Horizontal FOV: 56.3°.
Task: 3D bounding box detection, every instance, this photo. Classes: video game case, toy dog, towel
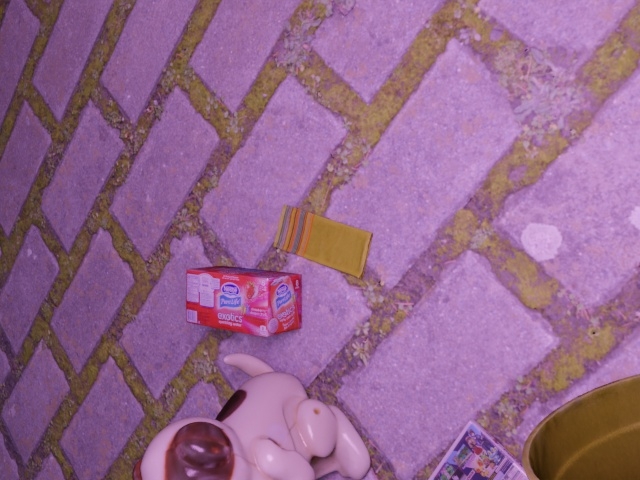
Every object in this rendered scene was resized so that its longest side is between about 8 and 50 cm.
[{"bbox_3d":[0.286,0.460,1.070,0.183,0.023,0.201,41,111,37],"label":"video game case"},{"bbox_3d":[-0.150,0.415,1.173,0.284,0.407,0.396,-29,76,33],"label":"toy dog"},{"bbox_3d":[0.000,0.000,1.281,0.237,0.021,0.102,19,104,34],"label":"towel"}]

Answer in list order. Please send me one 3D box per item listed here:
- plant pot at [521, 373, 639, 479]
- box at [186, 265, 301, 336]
[{"bbox_3d":[0.502,0.398,0.764,0.366,0.366,0.353,-22,91,35],"label":"plant pot"},{"bbox_3d":[-0.175,0.131,1.351,0.256,0.122,0.128,3,95,36],"label":"box"}]
